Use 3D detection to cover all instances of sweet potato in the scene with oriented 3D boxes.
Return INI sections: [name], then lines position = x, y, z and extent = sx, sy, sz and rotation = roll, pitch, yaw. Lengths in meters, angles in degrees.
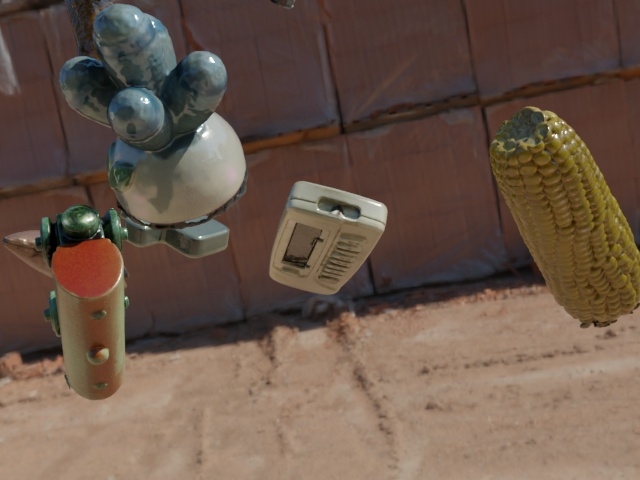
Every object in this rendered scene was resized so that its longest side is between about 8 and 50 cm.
[sweet potato]
position = -0.416, -0.385, 1.390
extent = 0.092, 0.341, 0.114
rotation = -11, -6, 31

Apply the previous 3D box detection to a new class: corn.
[corn]
position = 0.258, -0.018, 0.773
extent = 0.106, 0.305, 0.106
rotation = -20, 44, 21

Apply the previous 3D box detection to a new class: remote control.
[remote control]
position = 0.000, 0.001, 0.745
extent = 0.090, 0.049, 0.230
rotation = 16, -20, -4

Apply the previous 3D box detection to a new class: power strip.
[power strip]
position = -0.360, -0.034, 1.718
extent = 0.265, 0.059, 0.194
rotation = 27, 26, 29

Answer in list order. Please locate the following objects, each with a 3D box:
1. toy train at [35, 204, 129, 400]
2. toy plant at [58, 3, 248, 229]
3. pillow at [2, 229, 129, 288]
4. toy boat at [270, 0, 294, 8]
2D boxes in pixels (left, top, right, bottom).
[toy train]
position = -0.301, 0.086, 0.988
extent = 0.116, 0.285, 0.177
rotation = -7, 51, -21
[toy plant]
position = -0.249, -0.203, 1.131
extent = 0.247, 0.332, 0.247
rotation = -4, 50, 5
[pillow]
position = -0.467, 0.040, 1.419
extent = 0.223, 0.084, 0.236
rotation = 21, -8, -10
[toy boat]
position = -0.082, -0.471, 1.320
extent = 0.060, 0.137, 0.061
rotation = -16, 18, 32
